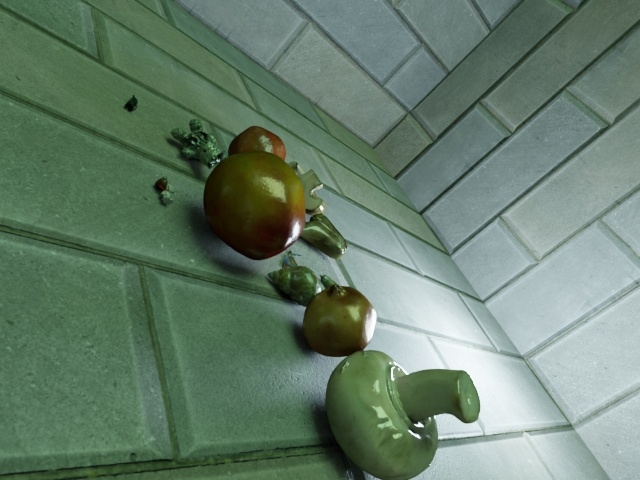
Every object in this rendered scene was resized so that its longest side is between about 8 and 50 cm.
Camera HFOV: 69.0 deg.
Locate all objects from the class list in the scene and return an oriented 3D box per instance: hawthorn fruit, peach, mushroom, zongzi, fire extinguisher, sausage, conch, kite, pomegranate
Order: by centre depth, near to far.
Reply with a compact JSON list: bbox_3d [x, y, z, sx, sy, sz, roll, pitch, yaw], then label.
[{"bbox_3d":[0.177,0.427,1.114,0.356,0.315,0.315,19,4,33],"label":"mushroom"},{"bbox_3d":[0.052,0.228,1.292,0.209,0.209,0.209,39,23,-19],"label":"pomegranate"},{"bbox_3d":[-0.175,-0.093,1.296,0.308,0.308,0.332,25,25,-43],"label":"peach"},{"bbox_3d":[-0.054,0.140,1.382,0.116,0.106,0.173,18,-34,55],"label":"conch"},{"bbox_3d":[-0.600,-0.436,1.486,0.083,0.025,0.038,-99,178,-55],"label":"fire extinguisher"},{"bbox_3d":[-0.073,0.095,1.547,0.160,0.010,0.183,17,35,-52],"label":"kite"},{"bbox_3d":[0.095,0.203,1.639,0.269,0.033,0.033,41,22,-14],"label":"sausage"},{"bbox_3d":[-0.224,-0.275,1.663,0.210,0.210,0.262,28,34,-39],"label":"hawthorn fruit"},{"bbox_3d":[0.000,0.000,1.746,0.194,0.099,0.197,48,32,6],"label":"zongzi"},{"bbox_3d":[-0.056,-0.194,1.929,0.285,0.156,0.151,60,6,33],"label":"mushroom"}]

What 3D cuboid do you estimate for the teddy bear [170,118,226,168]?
[{"bbox_3d":[-0.390,-0.294,1.522,0.133,0.111,0.213,-34,65,-27],"label":"teddy bear"}]

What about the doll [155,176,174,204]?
[{"bbox_3d":[-0.424,-0.135,1.264,0.058,0.040,0.085,46,18,-30],"label":"doll"}]
